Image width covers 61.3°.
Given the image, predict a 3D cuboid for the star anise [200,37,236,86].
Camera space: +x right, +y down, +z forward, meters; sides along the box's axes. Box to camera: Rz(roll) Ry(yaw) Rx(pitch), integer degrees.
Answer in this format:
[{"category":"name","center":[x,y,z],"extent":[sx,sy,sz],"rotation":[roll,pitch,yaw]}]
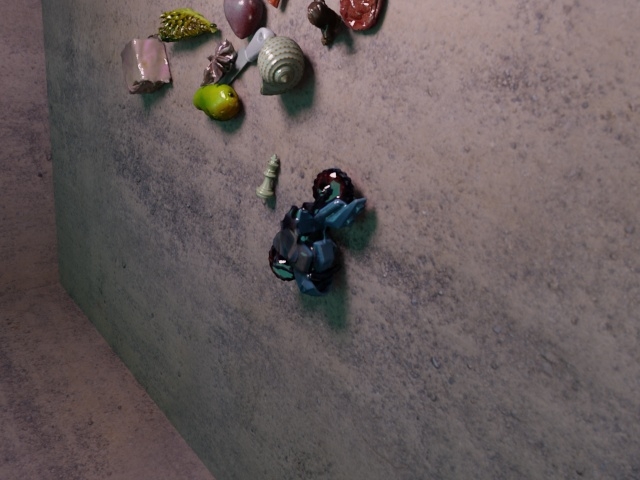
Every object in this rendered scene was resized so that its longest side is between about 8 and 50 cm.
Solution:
[{"category":"star anise","center":[-0.338,-0.581,1.793],"extent":[0.204,0.061,0.181],"rotation":[2,68,51]}]

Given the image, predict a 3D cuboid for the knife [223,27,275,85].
[{"category":"knife","center":[-0.245,-0.589,1.737],"extent":[0.331,0.044,0.080],"rotation":[-16,82,53]}]

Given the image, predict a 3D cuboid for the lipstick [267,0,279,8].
[{"category":"lipstick","center":[-0.094,-0.777,1.482],"extent":[0.061,0.068,0.274],"rotation":[50,131,31]}]

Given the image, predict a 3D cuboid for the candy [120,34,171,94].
[{"category":"candy","center":[-0.690,-0.688,2.130],"extent":[0.184,0.137,0.195],"rotation":[-11,90,49]}]

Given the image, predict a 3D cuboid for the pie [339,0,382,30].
[{"category":"pie","center":[0.101,-0.600,1.341],"extent":[0.153,0.038,0.154],"rotation":[21,119,45]}]

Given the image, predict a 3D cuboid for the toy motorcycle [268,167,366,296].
[{"category":"toy motorcycle","center":[0.000,0.000,1.545],"extent":[0.232,0.172,0.416],"rotation":[48,124,20]}]

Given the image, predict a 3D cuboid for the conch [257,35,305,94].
[{"category":"conch","center":[-0.107,-0.500,1.533],"extent":[0.172,0.131,0.200],"rotation":[94,-178,-52]}]

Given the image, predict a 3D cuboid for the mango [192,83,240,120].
[{"category":"mango","center":[-0.354,-0.467,1.833],"extent":[0.232,0.111,0.126],"rotation":[9,102,46]}]

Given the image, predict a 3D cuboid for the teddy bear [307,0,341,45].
[{"category":"teddy bear","center":[0.015,-0.567,1.389],"extent":[0.077,0.160,0.119],"rotation":[-15,92,12]}]

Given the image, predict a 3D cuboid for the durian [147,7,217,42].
[{"category":"durian","center":[-0.485,-0.753,1.890],"extent":[0.375,0.132,0.107],"rotation":[13,123,40]}]

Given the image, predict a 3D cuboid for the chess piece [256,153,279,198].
[{"category":"chess piece","center":[-0.163,-0.209,1.736],"extent":[0.059,0.059,0.149],"rotation":[40,123,34]}]

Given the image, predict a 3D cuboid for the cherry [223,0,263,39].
[{"category":"cherry","center":[-0.214,-0.680,1.616],"extent":[0.188,0.115,0.148],"rotation":[27,101,35]}]
